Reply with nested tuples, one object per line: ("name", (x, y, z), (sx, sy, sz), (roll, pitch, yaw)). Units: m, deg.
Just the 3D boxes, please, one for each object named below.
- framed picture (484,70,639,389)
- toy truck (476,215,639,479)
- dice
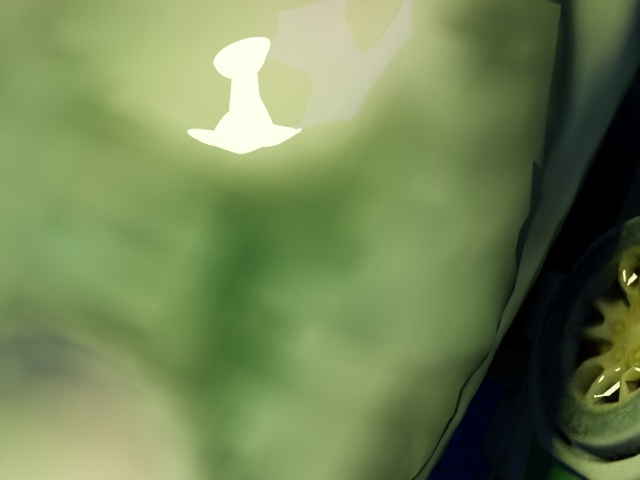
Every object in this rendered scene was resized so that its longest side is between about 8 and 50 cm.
("framed picture", (0.078, -0.044, 0.726), (0.281, 0.019, 0.209), (11, 75, 63))
("toy truck", (0.148, 0.120, 0.308), (0.175, 0.146, 0.367), (-64, 26, 5))
("dice", (-0.093, -0.047, 0.527), (0.330, 0.328, 0.348), (-64, -5, 6))
